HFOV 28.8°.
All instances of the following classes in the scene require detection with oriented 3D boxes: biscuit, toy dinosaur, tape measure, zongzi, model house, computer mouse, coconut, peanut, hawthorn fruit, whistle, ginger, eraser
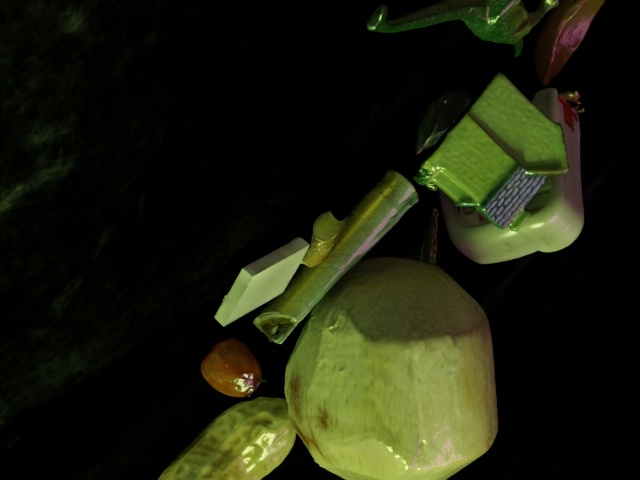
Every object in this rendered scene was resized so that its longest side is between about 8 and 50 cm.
[{"bbox_3d":[0.208,0.042,2.417,0.203,0.016,0.144,99,-5,-66],"label":"biscuit"},{"bbox_3d":[0.198,-0.273,1.658,0.301,0.087,0.447,-47,158,-10],"label":"toy dinosaur"},{"bbox_3d":[0.332,-0.099,2.112,0.265,0.258,0.130,-17,147,33],"label":"tape measure"},{"bbox_3d":[0.157,0.058,2.420,0.067,0.073,0.083,-25,112,-56],"label":"zongzi"},{"bbox_3d":[0.277,-0.123,1.970,0.214,0.189,0.195,-51,177,-1],"label":"model house"},{"bbox_3d":[0.177,-0.184,1.871,0.135,0.047,0.079,-50,178,-30],"label":"computer mouse"},{"bbox_3d":[0.112,0.241,2.038,0.415,0.344,0.415,2,90,-74],"label":"coconut"},{"bbox_3d":[-0.164,0.382,2.110,0.325,0.140,0.153,-44,178,-4],"label":"peanut"},{"bbox_3d":[-0.127,0.194,1.852,0.081,0.093,0.081,-44,162,-18],"label":"hawthorn fruit"},{"bbox_3d":[0.023,0.026,1.928,0.326,0.068,0.057,-47,134,-5],"label":"whistle"},{"bbox_3d":[0.004,-0.003,1.850,0.137,0.044,0.057,116,-9,-60],"label":"ginger"},{"bbox_3d":[-0.082,0.057,1.784,0.150,0.023,0.104,-29,155,-53],"label":"eraser"}]

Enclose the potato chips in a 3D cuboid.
[{"bbox_3d":[0.407,-0.360,2.070,0.195,0.062,0.208,-52,164,-12],"label":"potato chips"}]
